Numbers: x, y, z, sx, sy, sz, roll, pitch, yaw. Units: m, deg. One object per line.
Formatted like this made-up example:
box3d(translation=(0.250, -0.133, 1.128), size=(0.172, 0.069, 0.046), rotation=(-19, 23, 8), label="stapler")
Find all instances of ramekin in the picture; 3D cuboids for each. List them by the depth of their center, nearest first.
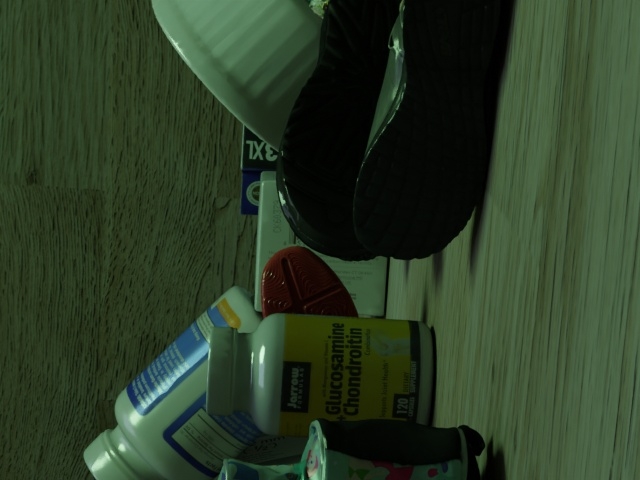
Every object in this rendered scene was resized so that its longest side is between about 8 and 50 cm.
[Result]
box3d(translation=(-0.039, -0.218, 1.734), size=(0.135, 0.277, 0.277), rotation=(-42, 17, 15), label="ramekin")

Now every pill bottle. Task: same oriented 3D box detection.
box3d(translation=(-0.001, 0.114, 1.323), size=(0.103, 0.184, 0.103), rotation=(-177, 90, -88), label="pill bottle")
box3d(translation=(-0.145, 0.196, 1.869), size=(0.272, 0.152, 0.152), rotation=(-43, 7, 4), label="pill bottle")

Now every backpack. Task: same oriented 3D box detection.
box3d(translation=(0.012, 0.251, 0.966), size=(0.225, 0.191, 0.253), rotation=(100, 167, -65), label="backpack")

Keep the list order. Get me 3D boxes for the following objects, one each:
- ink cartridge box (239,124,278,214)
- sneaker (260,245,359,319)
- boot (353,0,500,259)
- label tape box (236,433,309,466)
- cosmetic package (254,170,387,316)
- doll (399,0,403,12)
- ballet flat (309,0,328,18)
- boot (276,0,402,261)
box3d(translation=(-0.005, -0.184, 1.934), size=(0.069, 0.176, 0.371), rotation=(-90, 4, -63), label="ink cartridge box")
box3d(translation=(0.014, 0.101, 1.441), size=(0.128, 0.087, 0.221), rotation=(-72, -42, -81), label="sneaker")
box3d(translation=(0.084, -0.121, 1.105), size=(0.161, 0.083, 0.246), rotation=(-78, -1, -57), label="boot")
box3d(translation=(-0.035, 0.351, 1.978), size=(0.347, 0.115, 0.249), rotation=(-101, -2, -73), label="label tape box")
box3d(translation=(0.000, 0.000, 1.865), size=(0.183, 0.151, 0.151), rotation=(-100, 13, -84), label="cosmetic package")
box3d(translation=(0.088, -0.182, 1.261), size=(0.189, 0.046, 0.129), rotation=(-124, 36, -87), label="doll")
box3d(translation=(0.064, -0.303, 1.512), size=(0.091, 0.077, 0.241), rotation=(-51, -9, -51), label="ballet flat")
box3d(translation=(0.026, -0.056, 1.469), size=(0.260, 0.131, 0.348), rotation=(106, 180, -47), label="boot")
